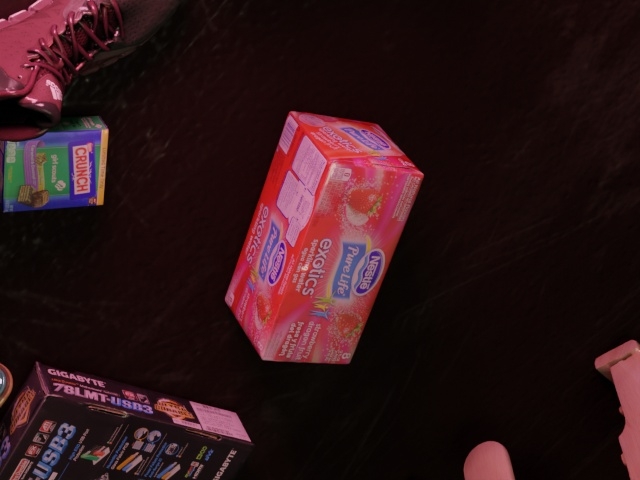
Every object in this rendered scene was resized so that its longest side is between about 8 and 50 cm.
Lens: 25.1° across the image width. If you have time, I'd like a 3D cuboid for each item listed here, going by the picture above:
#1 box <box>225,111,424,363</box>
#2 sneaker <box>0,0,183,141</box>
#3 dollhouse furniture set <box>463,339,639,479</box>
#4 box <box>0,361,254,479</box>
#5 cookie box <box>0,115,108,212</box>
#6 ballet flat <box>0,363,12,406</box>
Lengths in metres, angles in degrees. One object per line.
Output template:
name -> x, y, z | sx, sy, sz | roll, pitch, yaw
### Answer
box -> 0.000, 0.000, 1.614 | 0.122, 0.128, 0.257 | 6, 117, -29
sneaker -> -0.238, -0.167, 1.363 | 0.281, 0.162, 0.106 | -28, 129, -6
dollhouse furniture set -> 0.342, 0.359, 2.008 | 0.394, 0.257, 0.362 | -32, 132, 24
box -> -0.273, 0.307, 1.719 | 0.293, 0.073, 0.296 | 20, 111, -33
cookie box -> -0.277, -0.080, 1.481 | 0.107, 0.040, 0.092 | -6, 122, -24
ballet flat -> -0.439, 0.205, 1.584 | 0.232, 0.080, 0.073 | -27, 157, -4
